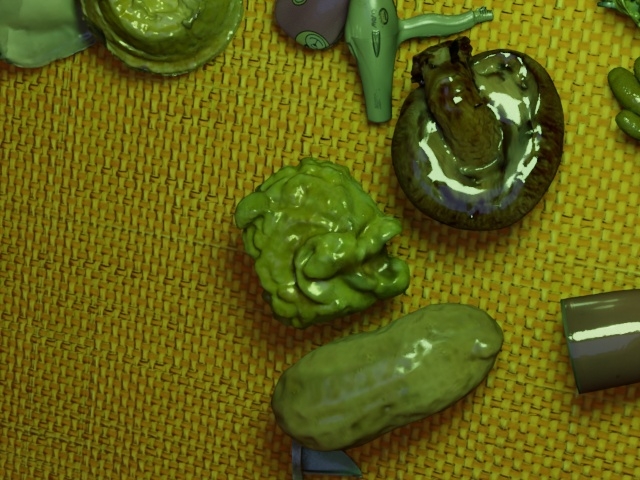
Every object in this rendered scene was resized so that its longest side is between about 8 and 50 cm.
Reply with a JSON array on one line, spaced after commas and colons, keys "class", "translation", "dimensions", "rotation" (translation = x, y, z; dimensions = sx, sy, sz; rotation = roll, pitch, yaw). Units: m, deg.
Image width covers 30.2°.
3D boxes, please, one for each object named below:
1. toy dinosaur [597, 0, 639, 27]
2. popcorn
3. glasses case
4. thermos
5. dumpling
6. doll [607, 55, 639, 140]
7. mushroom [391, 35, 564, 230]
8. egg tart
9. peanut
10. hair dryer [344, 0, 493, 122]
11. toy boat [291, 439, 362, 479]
[{"class": "toy dinosaur", "translation": [0.494, -0.335, 1.654], "dimensions": [0.153, 0.259, 0.094], "rotation": [2, 101, -10]}, {"class": "popcorn", "translation": [0.000, 0.000, 1.852], "dimensions": [0.241, 0.235, 0.250], "rotation": [-26, 108, -4]}, {"class": "glasses case", "translation": [0.044, -0.447, 1.857], "dimensions": [0.123, 0.076, 0.316], "rotation": [36, 106, 11]}, {"class": "thermos", "translation": [0.502, 0.148, 1.754], "dimensions": [0.265, 0.146, 0.176], "rotation": [-10, 87, 13]}, {"class": "dumpling", "translation": [-0.473, -0.484, 1.977], "dimensions": [0.260, 0.181, 0.341], "rotation": [-13, 81, -1]}, {"class": "doll", "translation": [0.502, -0.173, 1.752], "dimensions": [0.137, 0.097, 0.210], "rotation": [-18, 73, -12]}, {"class": "mushroom", "translation": [0.231, -0.169, 1.769], "dimensions": [0.263, 0.195, 0.283], "rotation": [-16, 108, 11]}, {"class": "egg tart", "translation": [-0.263, -0.406, 1.908], "dimensions": [0.290, 0.115, 0.290], "rotation": [0, 104, 2]}, {"class": "peanut", "translation": [0.106, 0.214, 1.865], "dimensions": [0.387, 0.192, 0.170], "rotation": [-22, 93, 11]}, {"class": "hair dryer", "translation": [0.135, -0.284, 1.854], "dimensions": [0.224, 0.088, 0.219], "rotation": [11, 117, -11]}, {"class": "toy boat", "translation": [0.012, 0.372, 2.000], "dimensions": [0.122, 0.034, 0.096], "rotation": [-1, 97, 9]}]
